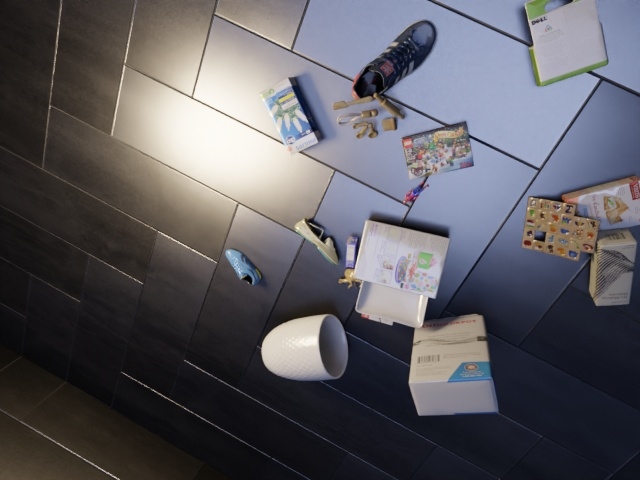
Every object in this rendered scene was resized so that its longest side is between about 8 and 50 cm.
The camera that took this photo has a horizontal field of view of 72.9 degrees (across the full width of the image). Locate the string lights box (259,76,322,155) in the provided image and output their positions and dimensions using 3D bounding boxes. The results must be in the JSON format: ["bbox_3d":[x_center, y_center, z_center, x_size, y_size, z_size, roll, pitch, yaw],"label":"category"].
[{"bbox_3d":[-0.110,-0.476,1.668,0.133,0.077,0.259,-21,104,22],"label":"string lights box"}]

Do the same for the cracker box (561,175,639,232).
[{"bbox_3d":[0.979,-0.111,1.491,0.232,0.067,0.155,-16,106,21],"label":"cracker box"}]

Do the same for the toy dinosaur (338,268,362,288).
[{"bbox_3d":[0.151,0.152,1.855,0.092,0.053,0.183,45,116,-2],"label":"toy dinosaur"}]

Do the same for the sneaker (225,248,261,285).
[{"bbox_3d":[-0.362,0.124,1.983,0.209,0.082,0.069,47,118,-3],"label":"sneaker"}]

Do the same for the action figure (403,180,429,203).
[{"bbox_3d":[0.364,-0.182,1.672,0.038,0.030,0.115,43,119,-8],"label":"action figure"}]

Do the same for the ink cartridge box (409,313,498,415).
[{"bbox_3d":[0.515,0.473,1.686,0.286,0.395,0.166,-11,110,21],"label":"ink cartridge box"}]

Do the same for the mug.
[{"bbox_3d":[-0.060,0.514,1.969,0.328,0.276,0.374,-13,137,27],"label":"mug"}]

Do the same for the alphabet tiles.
[{"bbox_3d":[0.842,-0.039,1.528,0.237,0.009,0.198,19,120,43],"label":"alphabet tiles"}]

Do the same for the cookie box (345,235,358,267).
[{"bbox_3d":[0.131,0.047,1.797,0.040,0.092,0.107,7,112,11],"label":"cookie box"}]

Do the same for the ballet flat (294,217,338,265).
[{"bbox_3d":[0.000,0.000,1.830,0.248,0.086,0.086,42,117,-2],"label":"ballet flat"}]

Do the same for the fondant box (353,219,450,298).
[{"bbox_3d":[0.318,0.068,1.709,0.330,0.096,0.238,14,95,12],"label":"fondant box"}]

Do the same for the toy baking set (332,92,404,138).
[{"bbox_3d":[0.171,-0.439,1.542,0.197,0.030,0.256,-27,143,33],"label":"toy baking set"}]

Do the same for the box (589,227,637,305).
[{"bbox_3d":[1.017,0.097,1.514,0.113,0.094,0.275,-8,123,19],"label":"box"}]

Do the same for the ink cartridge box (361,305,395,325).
[{"bbox_3d":[0.254,0.299,1.856,0.135,0.099,0.056,14,117,12],"label":"ink cartridge box"}]

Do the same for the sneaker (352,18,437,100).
[{"bbox_3d":[0.247,-0.597,1.472,0.131,0.148,0.350,46,116,-5],"label":"sneaker"}]

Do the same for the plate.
[{"bbox_3d":[0.309,0.192,1.783,0.277,0.045,0.278,13,89,11],"label":"plate"}]

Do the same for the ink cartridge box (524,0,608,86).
[{"bbox_3d":[0.749,-0.633,1.336,0.189,0.097,0.255,-14,105,22],"label":"ink cartridge box"}]

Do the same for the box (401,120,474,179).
[{"bbox_3d":[0.427,-0.325,1.584,0.233,0.044,0.159,-11,108,20],"label":"box"}]
